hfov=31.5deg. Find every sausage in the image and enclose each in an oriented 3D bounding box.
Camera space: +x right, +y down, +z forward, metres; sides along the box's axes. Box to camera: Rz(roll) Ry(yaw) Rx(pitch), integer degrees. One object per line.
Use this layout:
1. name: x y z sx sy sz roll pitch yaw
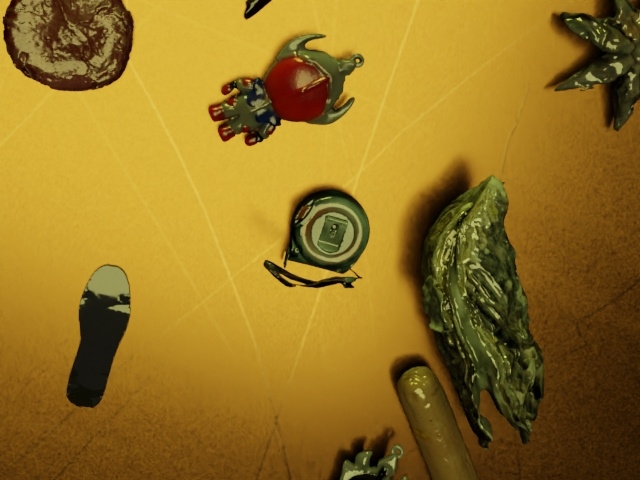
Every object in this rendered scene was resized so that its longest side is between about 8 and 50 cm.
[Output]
1. sausage: 0.168 0.300 1.470 0.066 0.066 0.301 -20 104 -2

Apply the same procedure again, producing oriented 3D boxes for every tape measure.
1. tape measure: 0.004 0.001 1.336 0.104 0.180 0.107 16 101 7

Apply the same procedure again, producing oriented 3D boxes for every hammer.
1. hammer: -0.027 -0.326 1.335 0.178 0.021 0.065 -40 103 6

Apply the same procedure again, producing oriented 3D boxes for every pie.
1. pie: -0.290 -0.242 1.310 0.154 0.038 0.153 -2 103 -8

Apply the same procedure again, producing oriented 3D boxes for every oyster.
1. oyster: 0.197 0.094 1.375 0.158 0.162 0.350 -13 106 -25

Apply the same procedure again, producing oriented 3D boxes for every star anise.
1. star anise: 0.380 -0.223 1.381 0.204 0.061 0.180 37 96 -13

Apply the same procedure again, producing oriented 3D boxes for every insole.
1. insole: -0.276 0.120 1.409 0.064 0.004 0.188 14 100 -9

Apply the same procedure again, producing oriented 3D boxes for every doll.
1. doll: -0.037 -0.175 1.346 0.195 0.062 0.104 -24 87 7
2. doll: 0.048 0.342 1.463 0.096 0.070 0.195 36 100 4
